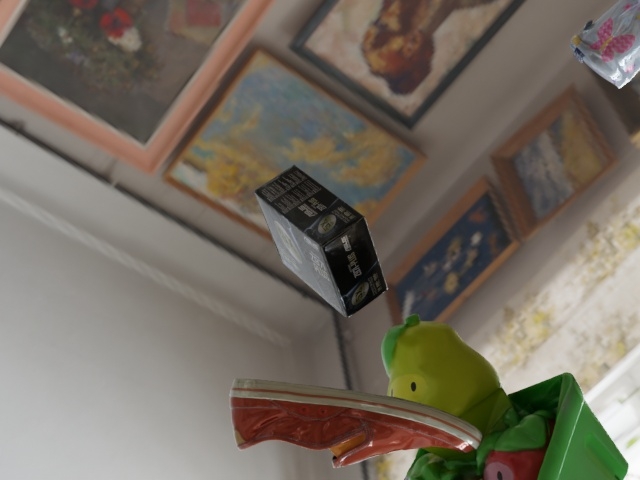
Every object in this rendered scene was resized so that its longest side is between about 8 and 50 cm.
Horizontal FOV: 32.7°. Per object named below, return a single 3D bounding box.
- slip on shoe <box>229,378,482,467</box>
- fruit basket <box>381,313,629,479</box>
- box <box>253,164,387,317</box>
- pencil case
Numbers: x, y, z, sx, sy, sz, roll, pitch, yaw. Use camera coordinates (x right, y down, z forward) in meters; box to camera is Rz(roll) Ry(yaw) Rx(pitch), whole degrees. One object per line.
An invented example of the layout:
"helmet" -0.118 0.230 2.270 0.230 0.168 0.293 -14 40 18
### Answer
"slip on shoe" 0.043 0.245 1.415 0.331 0.101 0.123 7 172 0
"fruit basket" 0.207 0.301 1.579 0.392 0.392 0.283 38 -127 -10
"box" 0.000 0.000 1.557 0.180 0.077 0.147 39 157 44
"pencil case" 0.541 -0.380 1.798 0.113 0.273 0.124 30 -158 -41
